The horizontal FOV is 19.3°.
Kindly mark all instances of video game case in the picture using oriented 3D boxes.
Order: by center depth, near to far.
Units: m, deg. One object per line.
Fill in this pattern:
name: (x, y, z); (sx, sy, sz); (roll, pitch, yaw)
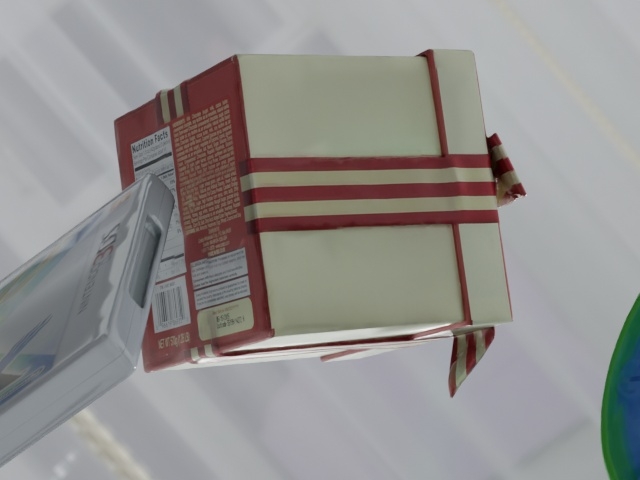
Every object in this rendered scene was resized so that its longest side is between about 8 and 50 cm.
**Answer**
video game case: (-0.247, 0.103, 1.300); (0.329, 0.036, 0.300); (-35, -163, 13)

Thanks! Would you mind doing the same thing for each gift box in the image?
gift box: (0.000, 0.000, 1.535); (0.258, 0.276, 0.255); (-4, 177, -32)

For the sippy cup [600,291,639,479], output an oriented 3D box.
sippy cup: (0.344, 0.117, 1.250); (0.240, 0.224, 0.305); (-61, -156, 13)
